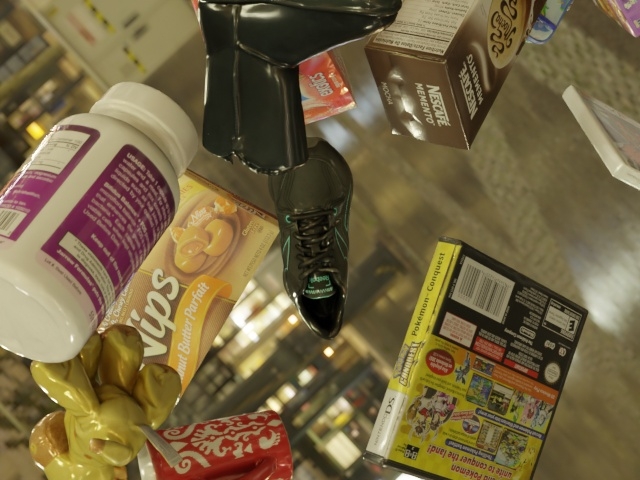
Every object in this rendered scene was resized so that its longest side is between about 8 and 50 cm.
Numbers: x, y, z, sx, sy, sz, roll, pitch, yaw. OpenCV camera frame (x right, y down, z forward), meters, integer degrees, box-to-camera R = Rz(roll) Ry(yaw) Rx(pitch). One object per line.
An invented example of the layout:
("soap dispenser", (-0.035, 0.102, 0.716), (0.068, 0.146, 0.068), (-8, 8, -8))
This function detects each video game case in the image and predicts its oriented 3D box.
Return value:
("video game case", (0.180, 0.154, 1.446), (0.035, 0.248, 0.275), (13, 171, 44))
("video game case", (0.386, -0.095, 1.532), (0.183, 0.023, 0.201), (25, -154, -22))

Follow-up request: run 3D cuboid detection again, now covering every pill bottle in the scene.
("pill bottle", (-0.256, -0.029, 1.413), (0.169, 0.302, 0.169), (21, 144, 16))

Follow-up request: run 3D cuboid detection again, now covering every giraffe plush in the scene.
("giraffe plush", (-0.258, 0.221, 1.481), (0.181, 0.170, 0.210), (-2, -131, -46))

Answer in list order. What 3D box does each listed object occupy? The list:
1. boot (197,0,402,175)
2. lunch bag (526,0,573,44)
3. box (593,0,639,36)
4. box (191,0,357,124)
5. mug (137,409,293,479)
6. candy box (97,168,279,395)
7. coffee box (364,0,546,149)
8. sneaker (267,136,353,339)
("boot", (-0.023, -0.172, 1.355), (0.246, 0.094, 0.207), (9, 117, 28))
("lunch bag", (0.295, -0.415, 2.029), (0.219, 0.176, 0.090), (31, 178, -25))
("box", (0.377, -0.445, 1.869), (0.293, 0.057, 0.201), (54, -172, -21))
("box", (-0.058, -0.260, 1.717), (0.300, 0.142, 0.154), (42, -149, -76))
("mug", (-0.120, 0.280, 1.567), (0.150, 0.169, 0.113), (-120, 26, -43))
("candy box", (-0.217, 0.064, 1.959), (0.183, 0.316, 0.087), (30, -171, -8))
("coffee box", (0.187, -0.288, 1.708), (0.118, 0.297, 0.168), (15, 150, 28))
("sneaker", (0.000, 0.000, 1.533), (0.106, 0.101, 0.267), (-104, 5, -50))
